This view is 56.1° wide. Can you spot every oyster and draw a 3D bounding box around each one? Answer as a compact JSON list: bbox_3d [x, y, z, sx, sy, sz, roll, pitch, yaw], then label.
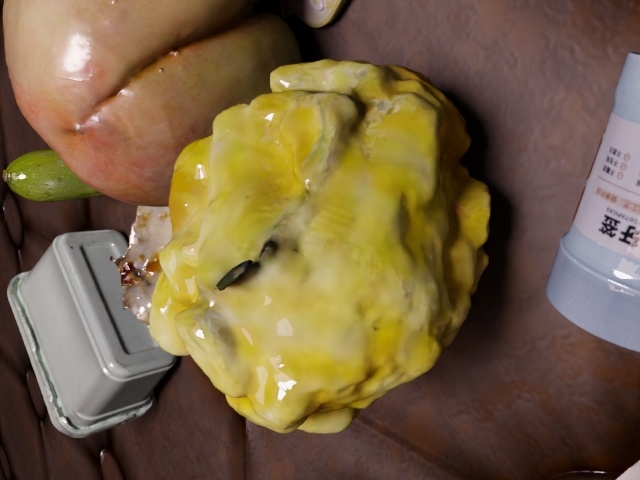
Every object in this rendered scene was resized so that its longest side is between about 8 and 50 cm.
[{"bbox_3d":[-0.116,0.060,0.709,0.337,0.133,0.197,41,126,31],"label":"oyster"}]

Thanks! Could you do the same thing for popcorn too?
[{"bbox_3d":[0.000,0.000,0.459,0.252,0.286,0.215,14,156,11],"label":"popcorn"}]

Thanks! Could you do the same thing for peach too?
[{"bbox_3d":[-0.153,-0.168,0.565,0.248,0.292,0.291,-2,99,31],"label":"peach"}]

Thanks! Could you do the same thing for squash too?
[{"bbox_3d":[-0.395,-0.106,0.936,0.095,0.188,0.095,19,116,44],"label":"squash"}]

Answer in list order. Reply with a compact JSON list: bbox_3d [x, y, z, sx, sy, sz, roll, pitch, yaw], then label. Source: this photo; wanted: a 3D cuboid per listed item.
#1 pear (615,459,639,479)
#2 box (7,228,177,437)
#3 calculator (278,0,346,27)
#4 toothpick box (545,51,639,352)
[{"bbox_3d":[0.217,0.255,0.304,0.271,0.271,0.270,16,112,45],"label":"pear"},{"bbox_3d":[-0.368,0.137,0.996,0.182,0.175,0.311,-44,67,36],"label":"box"},{"bbox_3d":[0.004,-0.316,0.550,0.157,0.033,0.236,50,135,27],"label":"calculator"},{"bbox_3d":[0.204,-0.022,0.349,0.101,0.101,0.153,30,120,40],"label":"toothpick box"}]
